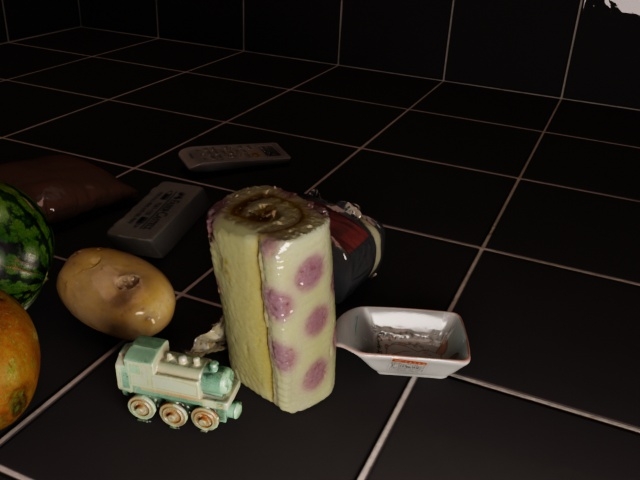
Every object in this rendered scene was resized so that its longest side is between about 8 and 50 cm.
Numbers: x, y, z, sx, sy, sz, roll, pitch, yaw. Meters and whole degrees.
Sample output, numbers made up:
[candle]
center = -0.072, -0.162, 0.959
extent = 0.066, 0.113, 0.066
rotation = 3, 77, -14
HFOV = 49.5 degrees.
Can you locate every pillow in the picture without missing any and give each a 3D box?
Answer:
[pillow]
center = -0.658, -0.134, 1.710
extent = 0.307, 0.109, 0.305
rotation = 24, 29, 30

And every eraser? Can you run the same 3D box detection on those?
[eraser]
center = -0.367, -0.054, 1.613
extent = 0.111, 0.078, 0.352
rotation = 7, 27, 10

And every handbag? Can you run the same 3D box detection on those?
[handbag]
center = 0.000, 0.000, 1.437
extent = 0.254, 0.181, 0.181
rotation = 21, 34, 26

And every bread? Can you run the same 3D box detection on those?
[bread]
center = -0.064, 0.093, 1.082
extent = 0.187, 0.339, 0.155
rotation = 23, 40, 35

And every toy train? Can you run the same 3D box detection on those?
[toy train]
center = -0.213, 0.218, 1.051
extent = 0.193, 0.125, 0.081
rotation = 8, 31, 11

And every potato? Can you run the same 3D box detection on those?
[potato]
center = -0.365, 0.096, 1.259
extent = 0.233, 0.146, 0.150
rotation = 28, 79, 18

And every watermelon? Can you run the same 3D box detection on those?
[watermelon]
center = -0.617, 0.020, 1.219
extent = 0.284, 0.285, 0.285
rotation = 2, 27, -1

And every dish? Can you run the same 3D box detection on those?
[dish]
center = 0.136, 0.183, 1.216
extent = 0.234, 0.064, 0.154
rotation = 5, 27, 2

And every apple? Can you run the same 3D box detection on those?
[apple]
center = -0.527, 0.180, 1.040
extent = 0.236, 0.208, 0.237
rotation = -4, 44, 4

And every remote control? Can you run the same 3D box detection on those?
[remote control]
center = -0.247, -0.234, 2.009
extent = 0.312, 0.055, 0.109
rotation = -8, 35, -29

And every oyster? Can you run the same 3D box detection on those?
[oyster]
center = -0.157, 0.157, 1.223
extent = 0.072, 0.133, 0.209
rotation = 48, 29, 3
